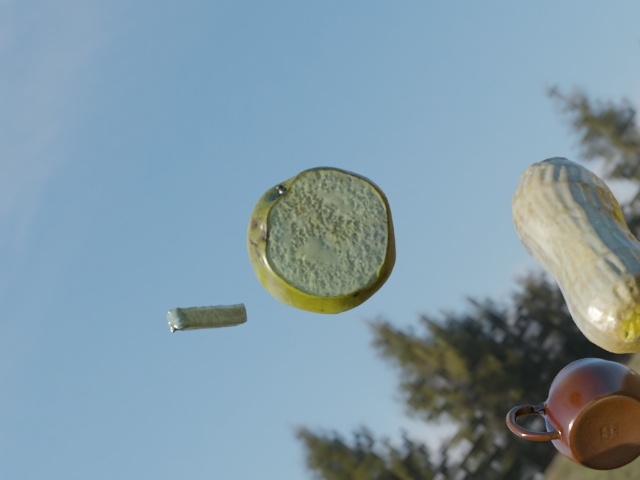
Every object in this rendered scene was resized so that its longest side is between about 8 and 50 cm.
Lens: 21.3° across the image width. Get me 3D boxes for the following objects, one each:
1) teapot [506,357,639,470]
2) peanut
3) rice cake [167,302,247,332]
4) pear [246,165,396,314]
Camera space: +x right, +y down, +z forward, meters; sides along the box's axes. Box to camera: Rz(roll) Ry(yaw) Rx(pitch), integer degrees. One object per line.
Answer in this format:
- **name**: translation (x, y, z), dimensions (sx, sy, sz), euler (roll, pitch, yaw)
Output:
- **teapot**: translation (0.270, 0.166, 1.707), dimensions (0.173, 0.116, 0.116), euler (-11, -25, -7)
- **peanut**: translation (0.216, 0.008, 1.382), dimensions (0.087, 0.206, 0.087), euler (-13, -44, -13)
- **rice cake**: translation (-0.108, 0.074, 1.640), dimensions (0.021, 0.022, 0.121), euler (-21, -10, 27)
- **pear**: translation (0.000, 0.000, 1.597), dimensions (0.141, 0.141, 0.104), euler (-53, 6, -7)
